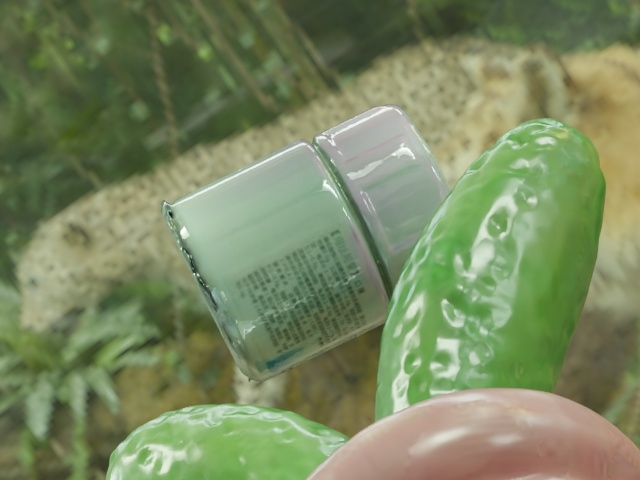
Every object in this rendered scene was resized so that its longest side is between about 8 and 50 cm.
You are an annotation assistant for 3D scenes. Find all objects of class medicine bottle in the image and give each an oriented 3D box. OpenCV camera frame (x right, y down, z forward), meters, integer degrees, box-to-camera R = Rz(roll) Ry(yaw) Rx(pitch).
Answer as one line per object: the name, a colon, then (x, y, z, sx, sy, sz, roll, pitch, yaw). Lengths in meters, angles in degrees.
medicine bottle: (0.000, 0.000, 1.216, 0.168, 0.135, 0.135, -27, 15, -3)

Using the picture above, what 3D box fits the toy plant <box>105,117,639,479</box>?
toy plant: (0.076, 0.134, 0.883, 0.317, 0.210, 0.356, -39, 32, 5)
